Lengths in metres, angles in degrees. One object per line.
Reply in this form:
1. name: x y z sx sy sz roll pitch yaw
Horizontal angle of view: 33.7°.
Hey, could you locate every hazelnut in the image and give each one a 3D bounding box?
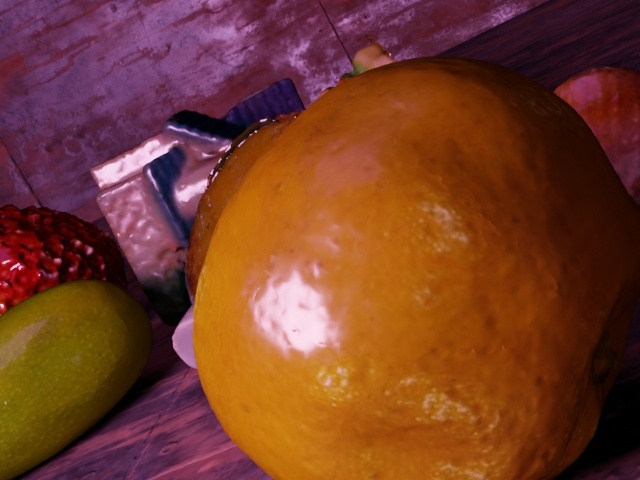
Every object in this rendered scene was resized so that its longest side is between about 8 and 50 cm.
1. hazelnut: 0.265 -0.085 0.948 0.154 0.143 0.143 -4 21 23

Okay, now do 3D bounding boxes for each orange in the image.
1. orange: 0.063 0.032 0.612 0.279 0.235 0.279 -52 -18 -25

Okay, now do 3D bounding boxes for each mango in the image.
1. mango: -0.319 0.161 1.122 0.192 0.156 0.343 -26 13 50

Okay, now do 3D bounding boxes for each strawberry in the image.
1. strawberry: -0.386 0.083 1.432 0.343 0.292 0.292 -14 0 -44

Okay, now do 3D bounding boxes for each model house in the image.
1. model house: -0.110 -0.069 1.393 0.280 0.245 0.312 -24 9 7

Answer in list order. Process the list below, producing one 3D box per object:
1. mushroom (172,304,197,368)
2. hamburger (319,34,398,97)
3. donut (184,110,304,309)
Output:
1. mushroom: -0.064 0.057 1.142 0.225 0.093 0.116 -45 -1 -40
2. hamburger: 0.094 -0.133 1.313 0.149 0.237 0.237 -48 10 9
3. donut: 0.000 0.000 0.982 0.272 0.107 0.272 -21 59 39
